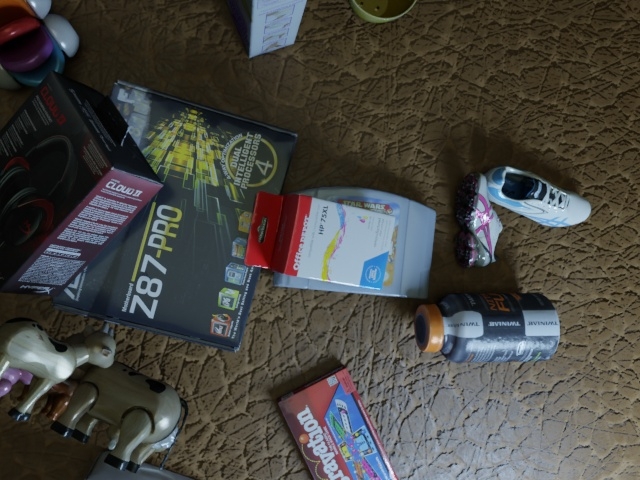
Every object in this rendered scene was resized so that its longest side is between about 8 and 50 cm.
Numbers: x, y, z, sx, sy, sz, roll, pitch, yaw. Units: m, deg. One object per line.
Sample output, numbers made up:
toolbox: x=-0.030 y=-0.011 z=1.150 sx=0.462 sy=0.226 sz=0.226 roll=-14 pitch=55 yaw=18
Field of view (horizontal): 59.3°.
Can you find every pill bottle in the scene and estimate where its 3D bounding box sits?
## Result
pill bottle: x=0.304 y=0.163 z=1.053 sx=0.246 sy=0.130 sz=0.130 roll=1 pitch=91 yaw=-10

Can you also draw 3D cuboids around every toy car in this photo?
toy car: x=-0.477 y=-0.319 z=0.889 sx=0.159 sy=0.136 sz=0.182 roll=-35 pitch=140 yaw=-9

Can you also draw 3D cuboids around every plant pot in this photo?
plant pot: x=0.102 y=-0.454 z=1.026 sx=0.134 sy=0.095 sz=0.134 roll=0 pitch=91 yaw=-10

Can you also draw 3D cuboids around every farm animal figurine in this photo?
farm animal figurine: x=-0.348 y=0.214 z=0.860 sx=0.327 sy=0.330 sz=0.172 roll=32 pitch=68 yaw=-5

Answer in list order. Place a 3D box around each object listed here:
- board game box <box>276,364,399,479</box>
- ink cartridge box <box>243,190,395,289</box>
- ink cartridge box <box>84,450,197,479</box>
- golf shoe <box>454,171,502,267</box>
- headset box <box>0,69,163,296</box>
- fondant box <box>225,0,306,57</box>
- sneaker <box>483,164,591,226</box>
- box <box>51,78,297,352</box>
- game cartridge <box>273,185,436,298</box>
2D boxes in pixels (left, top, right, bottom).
board game box: x=0.041 y=0.394 z=1.064 sx=0.145 sy=0.027 sz=0.281 roll=-26 pitch=95 yaw=-7
ink cartridge box: x=0.000 y=0.000 z=0.949 sx=0.231 sy=0.078 sz=0.134 roll=11 pitch=89 yaw=-24
ink cartridge box: x=-0.340 y=0.552 z=0.950 sx=0.226 sy=0.131 sz=0.306 roll=22 pitch=89 yaw=-9
golf shoe: x=0.307 y=-0.041 z=1.084 sx=0.086 sy=0.067 sz=0.186 roll=-6 pitch=104 yaw=-16
headset box: x=-0.394 y=-0.091 z=0.854 sx=0.293 sy=0.110 sz=0.218 roll=-42 pitch=68 yaw=13
fondant box: x=-0.111 y=-0.452 z=0.870 sx=0.096 sy=0.330 sz=0.238 roll=-22 pitch=95 yaw=-6
sneaker: x=0.427 y=-0.083 z=1.094 sx=0.237 sy=0.086 sz=0.085 roll=16 pitch=87 yaw=-11
box: x=-0.242 y=-0.038 z=0.974 sx=0.318 sy=0.097 sz=0.394 roll=16 pitch=88 yaw=-6
game cartridge: x=0.068 y=0.000 z=1.051 sx=0.297 sy=0.062 sz=0.198 roll=5 pitch=94 yaw=-10
